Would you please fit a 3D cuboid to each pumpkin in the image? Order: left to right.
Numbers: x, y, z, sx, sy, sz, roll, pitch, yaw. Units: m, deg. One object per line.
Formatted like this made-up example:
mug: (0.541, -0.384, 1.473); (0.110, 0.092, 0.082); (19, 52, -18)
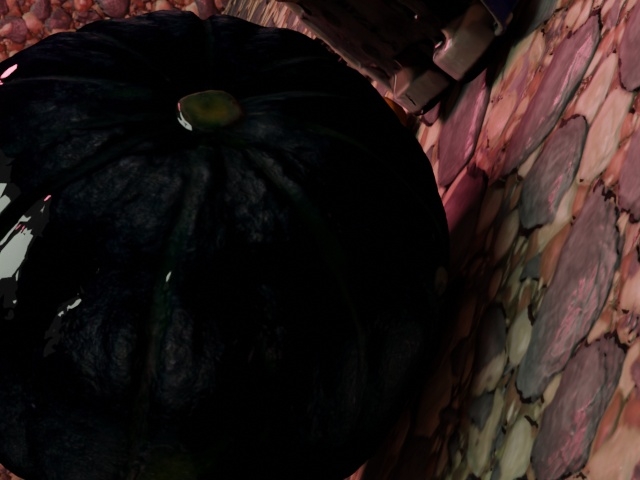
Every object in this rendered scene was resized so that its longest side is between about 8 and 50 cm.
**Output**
pumpkin: (-0.094, 0.014, 1.083); (0.266, 0.363, 0.363); (104, 178, -46)

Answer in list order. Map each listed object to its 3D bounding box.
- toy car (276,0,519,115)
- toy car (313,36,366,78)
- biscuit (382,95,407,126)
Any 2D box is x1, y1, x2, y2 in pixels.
toy car: (0.074, -0.217, 1.271); (0.158, 0.172, 0.235); (-56, 12, -16)
toy car: (0.002, -0.148, 1.678); (0.080, 0.070, 0.170); (175, 115, -78)
biscuit: (0.000, -0.003, 1.481); (0.154, 0.045, 0.299); (-97, 32, -71)
